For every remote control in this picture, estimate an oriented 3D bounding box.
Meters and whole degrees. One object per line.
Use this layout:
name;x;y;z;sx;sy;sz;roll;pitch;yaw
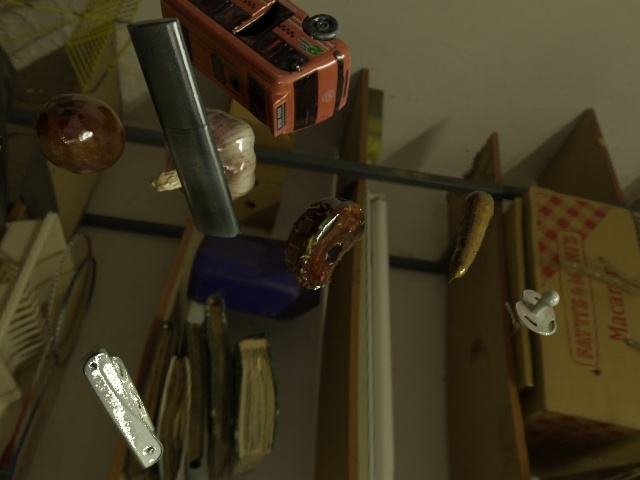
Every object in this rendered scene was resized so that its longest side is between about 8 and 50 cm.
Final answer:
remote control;-0.222;-0.177;1.007;0.044;0.107;0.378;-49;136;-46

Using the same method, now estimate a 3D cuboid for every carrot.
carrot;0.331;-0.002;1.344;0.078;0.078;0.298;107;10;-49

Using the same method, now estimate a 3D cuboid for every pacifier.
pacifier;0.378;0.115;1.015;0.099;0.081;0.078;-39;164;-48

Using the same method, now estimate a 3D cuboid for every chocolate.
chocolate;-0.453;-0.205;1.115;0.177;0.176;0.177;-172;-90;-82

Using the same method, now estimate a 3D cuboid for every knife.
knife;-0.379;0.325;1.159;0.040;0.073;0.266;8;-56;58

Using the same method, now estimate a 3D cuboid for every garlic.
garlic;-0.291;-0.178;1.389;0.253;0.245;0.245;-38;149;-48

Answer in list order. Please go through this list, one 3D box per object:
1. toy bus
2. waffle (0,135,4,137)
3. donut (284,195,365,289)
toy bus;-0.143;-0.426;1.315;0.233;0.427;0.203;-41;159;-22
waffle;-0.684;-0.225;1.016;0.282;0.058;0.301;48;40;-40
donut;0.001;-0.001;1.391;0.230;0.096;0.216;-58;152;5
